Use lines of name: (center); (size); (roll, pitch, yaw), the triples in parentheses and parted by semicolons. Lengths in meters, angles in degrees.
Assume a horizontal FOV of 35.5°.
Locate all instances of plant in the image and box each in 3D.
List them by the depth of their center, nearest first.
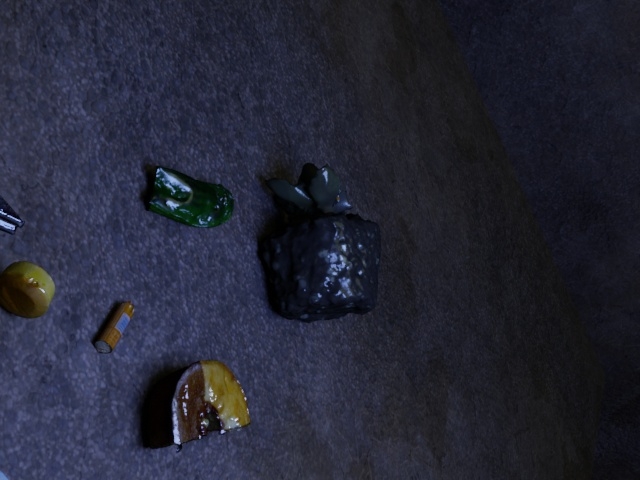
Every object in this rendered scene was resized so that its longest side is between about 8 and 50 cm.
plant: (0.000, 0.000, 2.016); (0.213, 0.215, 0.312); (18, 59, -52)

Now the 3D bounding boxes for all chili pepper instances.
chili pepper: (-0.234, -0.075, 1.808); (0.224, 0.061, 0.098); (12, 74, -59)

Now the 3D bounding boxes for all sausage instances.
sausage: (-0.324, 0.134, 1.592); (0.031, 0.031, 0.107); (58, 34, -27)

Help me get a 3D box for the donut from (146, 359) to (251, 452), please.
donut: (-0.212, 0.275, 1.664); (0.217, 0.085, 0.141); (7, 71, -59)

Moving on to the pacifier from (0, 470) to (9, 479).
pacifier: (-0.382, 0.403, 1.172); (0.244, 0.233, 0.299); (35, 50, -52)

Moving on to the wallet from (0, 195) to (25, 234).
wallet: (-0.505, -0.097, 1.208); (0.071, 0.262, 0.221); (-58, 140, -3)

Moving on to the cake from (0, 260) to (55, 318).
cake: (-0.418, 0.071, 1.411); (0.084, 0.084, 0.044); (58, 32, -27)
